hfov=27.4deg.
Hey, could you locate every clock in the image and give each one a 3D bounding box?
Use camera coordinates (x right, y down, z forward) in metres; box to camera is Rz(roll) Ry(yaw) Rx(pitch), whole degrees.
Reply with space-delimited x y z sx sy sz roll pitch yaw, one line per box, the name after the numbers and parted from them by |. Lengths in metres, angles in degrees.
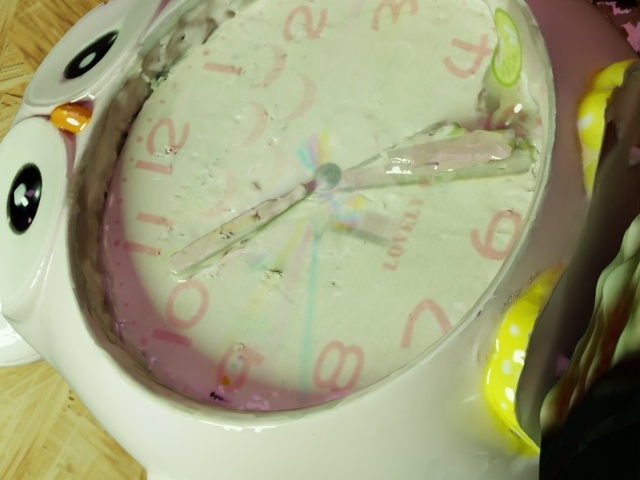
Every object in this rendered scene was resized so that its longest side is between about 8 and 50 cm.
0.000 0.000 0.733 0.376 0.250 0.368 13 74 32 | clock

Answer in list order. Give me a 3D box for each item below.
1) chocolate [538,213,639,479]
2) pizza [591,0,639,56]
0.218 0.019 0.483 0.225 0.340 0.210 19 67 6 | chocolate
0.216 -0.120 0.744 0.226 0.069 0.147 28 113 37 | pizza
